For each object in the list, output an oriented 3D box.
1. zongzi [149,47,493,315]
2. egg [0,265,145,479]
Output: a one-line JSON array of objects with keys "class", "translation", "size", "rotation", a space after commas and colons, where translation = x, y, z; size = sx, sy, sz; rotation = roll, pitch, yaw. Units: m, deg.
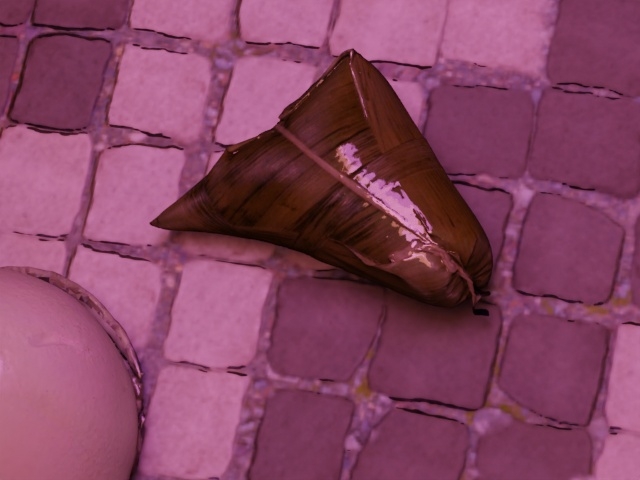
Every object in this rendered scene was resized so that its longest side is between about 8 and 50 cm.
[{"class": "zongzi", "translation": [0.002, 0.002, 1.324], "size": [0.204, 0.094, 0.205], "rotation": [-34, 68, 6]}, {"class": "egg", "translation": [-0.279, 0.131, 1.309], "size": [0.286, 0.174, 0.264], "rotation": [-27, 64, 8]}]
